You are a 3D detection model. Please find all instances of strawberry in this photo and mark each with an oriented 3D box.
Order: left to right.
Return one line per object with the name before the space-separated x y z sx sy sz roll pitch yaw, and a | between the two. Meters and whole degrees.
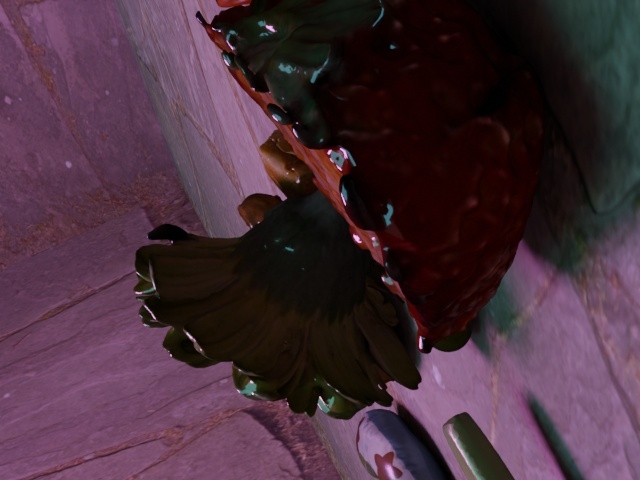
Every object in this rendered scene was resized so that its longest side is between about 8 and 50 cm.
strawberry | 0.065 -0.054 0.678 0.280 0.150 0.253 53 179 -21

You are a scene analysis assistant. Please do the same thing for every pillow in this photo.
pillow | 0.130 0.337 1.532 0.214 0.086 0.233 57 172 -24

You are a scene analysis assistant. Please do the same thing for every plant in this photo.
plant | -0.040 0.015 1.008 0.306 0.261 0.296 -65 -27 -54

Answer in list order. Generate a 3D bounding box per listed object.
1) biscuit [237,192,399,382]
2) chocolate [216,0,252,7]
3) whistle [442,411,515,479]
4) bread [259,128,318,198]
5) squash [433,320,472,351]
biscuit | 0.008 0.053 1.356 0.296 0.075 0.296 52 177 4
chocolate | -0.083 -0.329 0.862 0.237 0.108 0.235 61 172 13
whistle | 0.191 0.275 0.931 0.288 0.106 0.131 61 172 14
bread | -0.028 -0.085 1.352 0.132 0.053 0.074 45 159 55
squash | 0.110 0.043 0.958 0.052 0.052 0.183 58 165 35
